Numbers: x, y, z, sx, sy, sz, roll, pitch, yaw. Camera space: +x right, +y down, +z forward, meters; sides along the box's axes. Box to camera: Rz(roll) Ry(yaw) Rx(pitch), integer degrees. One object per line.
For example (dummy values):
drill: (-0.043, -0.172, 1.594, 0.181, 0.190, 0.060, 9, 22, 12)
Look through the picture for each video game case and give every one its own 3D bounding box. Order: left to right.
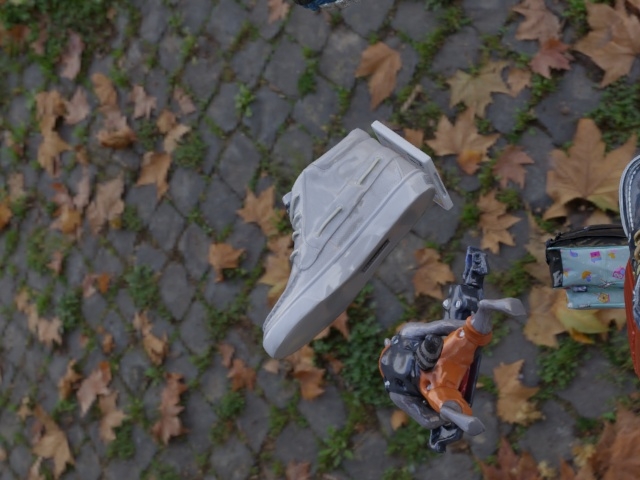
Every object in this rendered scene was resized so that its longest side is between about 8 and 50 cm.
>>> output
video game case: (0.166, -0.136, 1.617, 0.019, 0.143, 0.157, -42, 48, -6)

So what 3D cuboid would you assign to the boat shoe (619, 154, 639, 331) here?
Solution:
boat shoe: (0.222, 0.007, 0.554, 0.065, 0.083, 0.183, -28, 53, 28)

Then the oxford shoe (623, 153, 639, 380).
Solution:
oxford shoe: (0.323, 0.026, 0.782, 0.099, 0.097, 0.271, 1, 128, 11)

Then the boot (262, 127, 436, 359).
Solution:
boot: (0.000, 0.000, 0.981, 0.123, 0.095, 0.258, 41, 86, 20)

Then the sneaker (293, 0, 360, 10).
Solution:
sneaker: (0.036, -0.273, 0.755, 0.191, 0.071, 0.083, -44, 56, -4)

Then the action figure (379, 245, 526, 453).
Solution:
action figure: (0.184, 0.152, 1.393, 0.330, 0.179, 0.341, 148, 134, -69)

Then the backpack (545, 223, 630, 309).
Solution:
backpack: (0.496, 0.042, 1.516, 0.188, 0.166, 0.144, -12, 92, 29)
